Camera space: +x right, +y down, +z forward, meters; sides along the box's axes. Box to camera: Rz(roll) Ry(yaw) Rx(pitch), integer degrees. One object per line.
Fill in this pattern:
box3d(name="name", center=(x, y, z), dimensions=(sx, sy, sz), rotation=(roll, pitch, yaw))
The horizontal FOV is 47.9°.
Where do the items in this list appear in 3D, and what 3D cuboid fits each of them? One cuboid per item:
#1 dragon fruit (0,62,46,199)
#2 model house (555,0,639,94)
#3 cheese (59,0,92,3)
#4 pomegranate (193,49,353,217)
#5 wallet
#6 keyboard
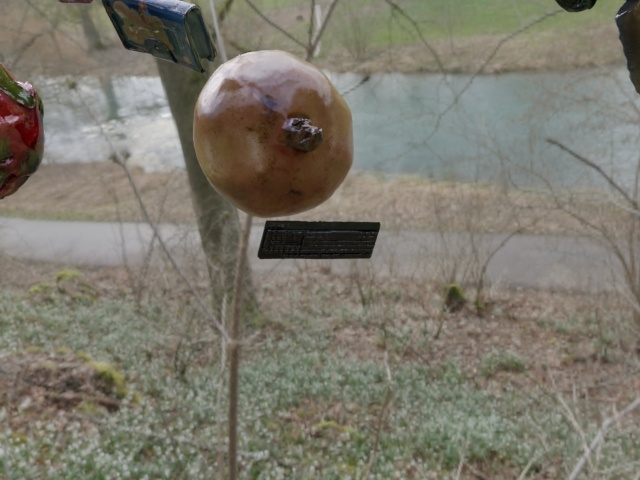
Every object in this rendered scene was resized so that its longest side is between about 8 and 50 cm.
box3d(name="dragon fruit", center=(-0.601, -0.206, 1.205), dimensions=(0.231, 0.302, 0.237), rotation=(14, 51, 32))
box3d(name="model house", center=(0.532, -0.448, 1.115), dimensions=(0.446, 0.400, 0.395), rotation=(31, 76, 13))
box3d(name="cheese", center=(-0.214, -0.278, 0.615), dimensions=(0.095, 0.145, 0.038), rotation=(-15, 30, -42))
box3d(name="pomegranate", center=(-0.088, -0.205, 1.417), dimensions=(0.339, 0.338, 0.338), rotation=(-8, 22, 3))
box3d(name="wallet", center=(-0.289, -0.385, 1.297), dimensions=(0.202, 0.141, 0.059), rotation=(22, 61, 24))
box3d(name="keyboard", center=(0.001, 0.001, 1.137), dimensions=(0.197, 0.074, 0.015), rotation=(1, 39, -23))
